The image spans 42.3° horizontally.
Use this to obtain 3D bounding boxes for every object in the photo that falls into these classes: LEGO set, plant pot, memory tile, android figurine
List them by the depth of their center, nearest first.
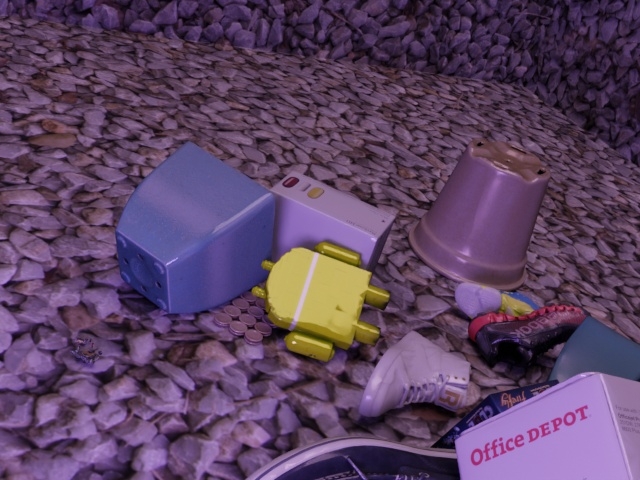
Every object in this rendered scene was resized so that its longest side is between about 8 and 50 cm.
[{"bbox_3d":[-0.411,0.199,1.453,0.054,0.023,0.083,15,15,-11],"label":"LEGO set"},{"bbox_3d":[-0.269,-0.001,1.666,0.247,0.247,0.252,33,50,24],"label":"plant pot"},{"bbox_3d":[-0.001,0.116,1.677,0.273,0.056,0.248,18,64,-3],"label":"android figurine"},{"bbox_3d":[-0.141,0.156,1.691,0.113,0.012,0.148,26,29,14],"label":"memory tile"},{"bbox_3d":[0.543,0.302,1.694,0.166,0.165,0.234,33,37,25],"label":"plant pot"},{"bbox_3d":[0.434,-0.086,2.152,0.334,0.305,0.334,14,28,-8],"label":"plant pot"}]

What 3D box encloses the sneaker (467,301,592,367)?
[{"bbox_3d":[0.471,0.214,1.818,0.276,0.097,0.135,-7,41,-2],"label":"sneaker"}]

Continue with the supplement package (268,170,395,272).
[{"bbox_3d":[0.000,0.000,1.848,0.262,0.204,0.145,25,29,10],"label":"supplement package"}]

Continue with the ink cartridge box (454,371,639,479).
[{"bbox_3d":[0.354,0.410,1.083,0.166,0.285,0.395,16,53,-31],"label":"ink cartridge box"}]

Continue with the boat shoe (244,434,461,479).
[{"bbox_3d":[0.106,0.404,1.227,0.500,0.186,0.156,9,23,-27],"label":"boat shoe"}]

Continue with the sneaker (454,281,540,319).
[{"bbox_3d":[0.428,0.159,1.965,0.240,0.091,0.126,28,17,2],"label":"sneaker"}]

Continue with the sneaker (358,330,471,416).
[{"bbox_3d":[0.197,0.275,1.582,0.169,0.108,0.292,26,28,19],"label":"sneaker"}]

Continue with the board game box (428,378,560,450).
[{"bbox_3d":[0.285,0.325,1.403,0.165,0.243,0.042,-4,54,-35],"label":"board game box"}]
